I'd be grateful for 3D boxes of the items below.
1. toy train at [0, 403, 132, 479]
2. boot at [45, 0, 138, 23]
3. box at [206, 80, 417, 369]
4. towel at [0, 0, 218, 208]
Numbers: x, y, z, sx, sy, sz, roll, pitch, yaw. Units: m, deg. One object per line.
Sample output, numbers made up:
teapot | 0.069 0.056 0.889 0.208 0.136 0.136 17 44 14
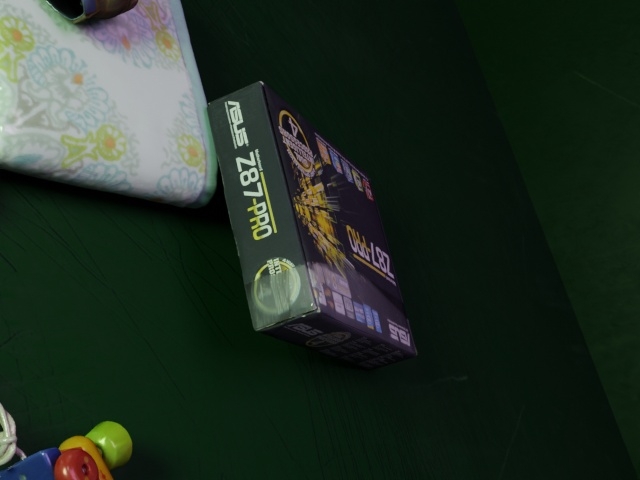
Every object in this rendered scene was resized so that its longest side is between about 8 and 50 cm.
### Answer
toy train | -0.224 0.200 0.760 0.248 0.105 0.143 62 20 0
boot | -0.294 -0.341 0.933 0.219 0.082 0.106 54 30 -16
box | 0.000 0.000 1.180 0.395 0.097 0.318 33 41 -61
towel | -0.286 -0.228 1.017 0.320 0.090 0.374 8 60 -51
